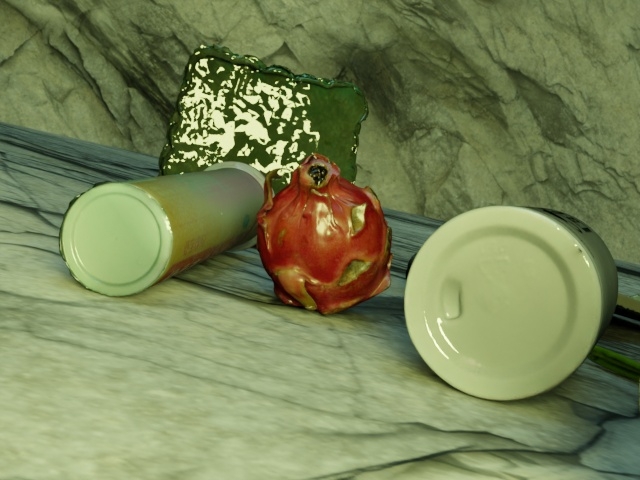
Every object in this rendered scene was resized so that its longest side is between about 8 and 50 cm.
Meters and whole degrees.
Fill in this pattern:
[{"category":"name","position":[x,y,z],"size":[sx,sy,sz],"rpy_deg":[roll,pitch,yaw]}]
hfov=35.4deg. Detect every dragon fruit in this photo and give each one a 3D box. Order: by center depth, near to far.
[{"category":"dragon fruit","position":[0.000,0.000,0.917],"size":[0.136,0.166,0.133],"rpy_deg":[20,53,26]}]

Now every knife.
[{"category":"knife","position":[0.314,0.129,0.925],"size":[0.026,0.022,0.184],"rpy_deg":[-20,23,-28]}]

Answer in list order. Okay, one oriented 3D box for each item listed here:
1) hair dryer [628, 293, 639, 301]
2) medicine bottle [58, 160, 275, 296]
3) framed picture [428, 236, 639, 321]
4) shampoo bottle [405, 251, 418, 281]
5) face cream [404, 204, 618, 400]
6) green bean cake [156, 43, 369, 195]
[{"category":"hair dryer","position":[0.544,0.107,1.521],"size":[0.237,0.075,0.206],"rpy_deg":[2,16,-22]},{"category":"medicine bottle","position":[-0.135,-0.020,0.987],"size":[0.108,0.108,0.426],"rpy_deg":[14,8,7]},{"category":"framed picture","position":[0.332,0.065,1.319],"size":[0.335,0.022,0.247],"rpy_deg":[18,-1,-40]},{"category":"shampoo bottle","position":[0.214,0.064,1.174],"size":[0.233,0.049,0.087],"rpy_deg":[17,6,33]},{"category":"face cream","position":[0.188,0.040,0.888],"size":[0.145,0.146,0.369],"rpy_deg":[15,7,18]},{"category":"green bean cake","position":[-0.080,-0.116,1.317],"size":[0.254,0.241,0.132],"rpy_deg":[11,2,-13]}]
